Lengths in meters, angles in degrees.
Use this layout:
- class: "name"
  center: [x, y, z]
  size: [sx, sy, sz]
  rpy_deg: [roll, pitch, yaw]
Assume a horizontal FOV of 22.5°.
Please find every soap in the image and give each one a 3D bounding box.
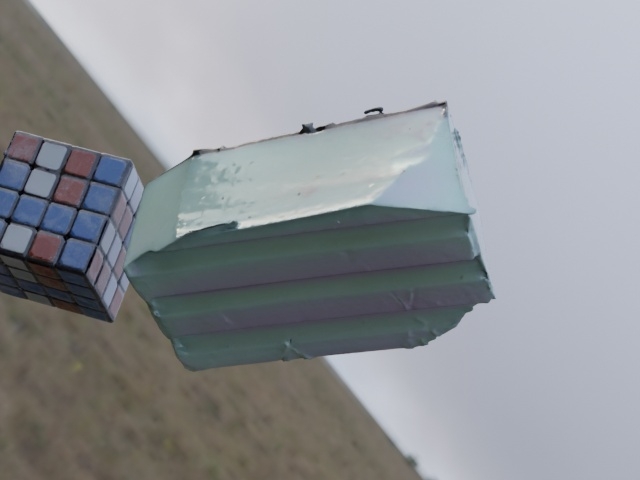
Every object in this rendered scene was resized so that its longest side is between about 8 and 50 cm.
- class: "soap"
  center: [0.000, 0.000, 1.014]
  size: [0.145, 0.230, 0.091]
  rpy_deg: [64, 25, -45]

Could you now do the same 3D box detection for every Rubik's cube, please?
- class: "Rubik's cube"
  center: [-0.181, -0.009, 1.136]
  size: [0.092, 0.092, 0.092]
  rpy_deg: [14, -22, 11]
